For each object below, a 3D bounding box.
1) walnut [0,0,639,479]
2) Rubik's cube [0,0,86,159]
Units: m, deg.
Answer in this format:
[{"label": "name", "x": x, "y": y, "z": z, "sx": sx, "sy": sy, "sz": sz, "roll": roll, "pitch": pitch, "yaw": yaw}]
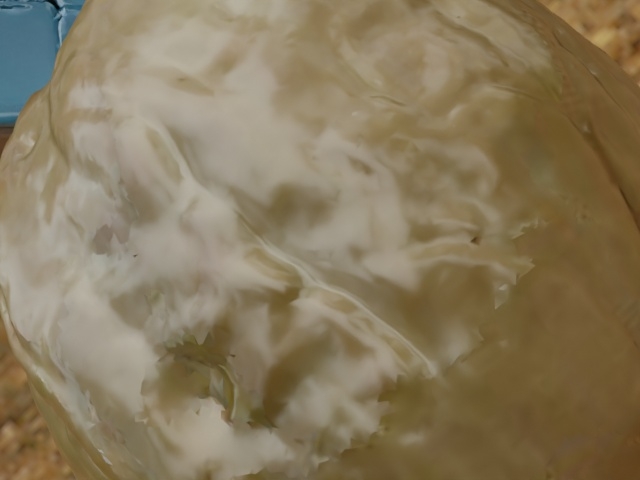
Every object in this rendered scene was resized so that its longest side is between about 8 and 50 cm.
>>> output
[{"label": "walnut", "x": 0.010, "y": 0.024, "z": 0.748, "sx": 0.252, "sy": 0.313, "sz": 0.277, "roll": -46, "pitch": -21, "yaw": -20}, {"label": "Rubik's cube", "x": -0.230, "y": -0.126, "z": 1.333, "sx": 0.221, "sy": 0.224, "sz": 0.231, "roll": 115, "pitch": 151, "yaw": -62}]
